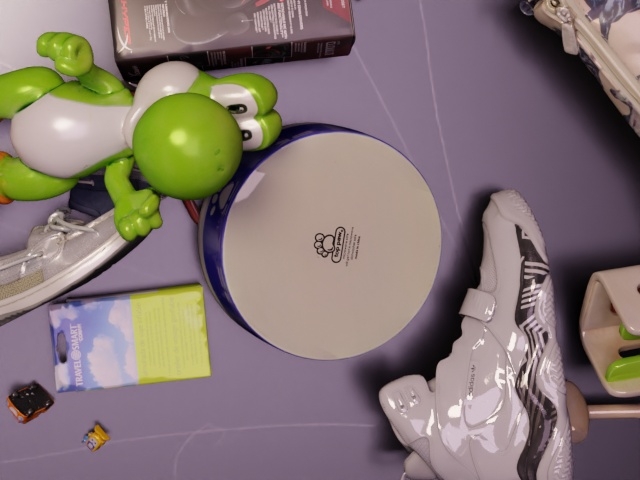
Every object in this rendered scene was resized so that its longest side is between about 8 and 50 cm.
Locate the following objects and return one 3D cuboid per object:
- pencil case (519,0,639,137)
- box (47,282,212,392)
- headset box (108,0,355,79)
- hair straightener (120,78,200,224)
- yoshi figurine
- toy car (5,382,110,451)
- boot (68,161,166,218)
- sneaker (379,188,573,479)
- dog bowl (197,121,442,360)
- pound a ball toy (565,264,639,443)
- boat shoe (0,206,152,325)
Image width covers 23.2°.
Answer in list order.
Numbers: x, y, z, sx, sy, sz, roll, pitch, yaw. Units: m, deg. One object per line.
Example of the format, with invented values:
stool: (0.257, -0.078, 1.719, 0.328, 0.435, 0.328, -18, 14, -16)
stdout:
pencil case: (0.411, -0.169, 1.772, 0.183, 0.160, 0.410, -36, 85, -27)
box: (-0.219, 0.113, 1.795, 0.178, 0.042, 0.109, -6, 94, -8)
headset box: (-0.090, -0.306, 1.724, 0.293, 0.110, 0.218, -7, 85, -3)
hair straightener: (-0.156, -0.134, 1.794, 0.089, 0.047, 0.230, -28, 93, -6)
yoshi figurine: (-0.225, -0.106, 1.617, 0.362, 0.203, 0.203, -6, 64, 10)
toy car: (-0.307, 0.214, 1.784, 0.122, 0.060, 0.040, 38, 119, -3)
boot: (-0.196, -0.059, 1.750, 0.190, 0.069, 0.086, 13, 108, 23)
sneaker: (0.171, 0.125, 1.803, 0.210, 0.137, 0.365, -7, 78, 6)
dog bowl: (0.000, 0.000, 1.768, 0.265, 0.104, 0.264, -3, 99, -18)
pound a ball toy: (0.426, 0.109, 1.854, 0.319, 0.135, 0.208, -9, 138, -12)
boat shoe: (-0.336, 0.029, 1.719, 0.320, 0.118, 0.103, -26, 93, 13)
